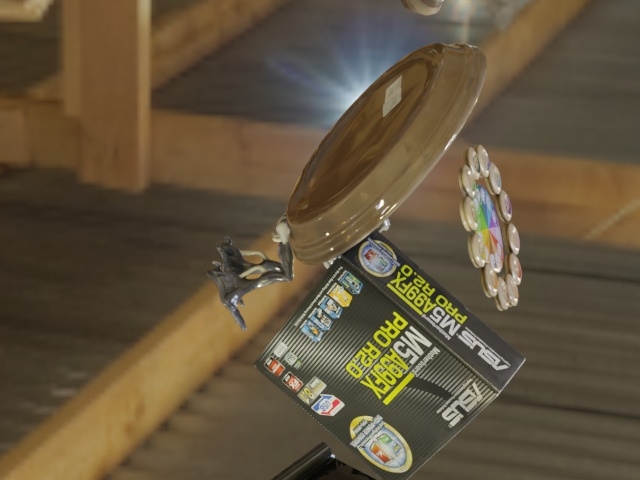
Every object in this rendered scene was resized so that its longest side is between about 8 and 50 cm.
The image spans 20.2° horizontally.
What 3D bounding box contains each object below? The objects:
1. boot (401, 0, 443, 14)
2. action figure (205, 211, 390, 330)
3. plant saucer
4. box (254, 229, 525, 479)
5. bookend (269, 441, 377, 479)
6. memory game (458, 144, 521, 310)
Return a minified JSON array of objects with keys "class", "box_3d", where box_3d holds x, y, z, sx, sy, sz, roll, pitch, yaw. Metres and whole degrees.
[{"class":"boot","box_3d":[0.093,-0.296,1.943,0.042,0.118,0.087,-37,-173,-16]},{"class":"action figure","box_3d":[0.000,0.000,2.236,0.275,0.141,0.164,-33,-164,5]},{"class":"plant saucer","box_3d":[0.056,-0.095,1.789,0.041,0.278,0.278,40,-161,-15]},{"class":"box","box_3d":[0.066,0.130,1.916,0.216,0.270,0.060,42,-126,3]},{"class":"bookend","box_3d":[0.044,0.273,1.523,0.072,0.156,0.157,-34,-150,-25]},{"class":"memory game","box_3d":[0.186,-0.014,1.954,0.012,0.186,0.186,-13,-161,21]}]
